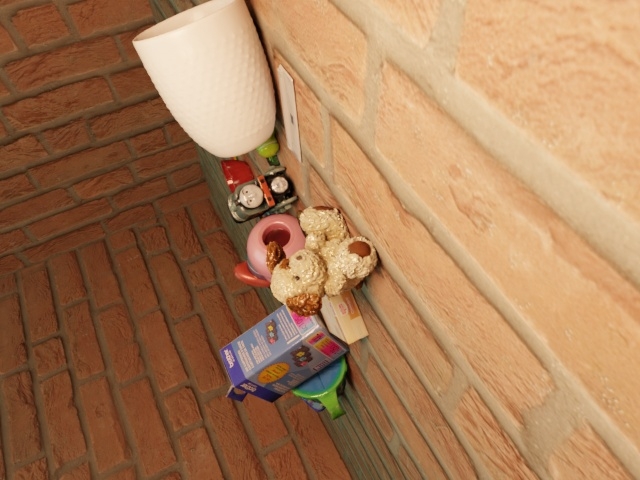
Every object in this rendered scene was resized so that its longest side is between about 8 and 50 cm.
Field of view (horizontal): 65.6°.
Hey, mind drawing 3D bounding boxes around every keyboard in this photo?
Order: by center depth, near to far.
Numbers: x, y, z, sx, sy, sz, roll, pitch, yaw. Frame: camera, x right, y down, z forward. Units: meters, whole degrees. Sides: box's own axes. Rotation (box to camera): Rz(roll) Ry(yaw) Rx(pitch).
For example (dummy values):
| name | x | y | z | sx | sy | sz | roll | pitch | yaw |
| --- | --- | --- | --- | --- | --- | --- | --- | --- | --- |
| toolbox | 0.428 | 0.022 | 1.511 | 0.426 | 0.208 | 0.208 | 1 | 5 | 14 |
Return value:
| name | x | y | z | sx | sy | sz | roll | pitch | yaw |
| --- | --- | --- | --- | --- | --- | --- | --- | --- | --- |
| keyboard | -0.073 | -0.306 | 1.230 | 0.072 | 0.014 | 0.256 | 51 | 160 | 32 |

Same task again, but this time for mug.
| name | x | y | z | sx | sy | sz | roll | pitch | yaw |
| --- | --- | --- | --- | --- | --- | --- | --- | --- | --- |
| mug | -0.250 | -0.416 | 1.267 | 0.374 | 0.276 | 0.328 | -82 | -25 | -53 |

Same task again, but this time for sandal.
| name | x | y | z | sx | sy | sz | roll | pitch | yaw |
| --- | --- | --- | --- | --- | --- | --- | --- | --- | --- |
| sandal | 0.000 | 0.000 | 1.366 | 0.219 | 0.060 | 0.090 | 56 | 176 | -21 |

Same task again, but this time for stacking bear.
| name | x | y | z | sx | sy | sz | roll | pitch | yaw |
| --- | --- | --- | --- | --- | --- | --- | --- | --- | --- |
| stacking bear | -0.182 | 0.021 | 1.776 | 0.164 | 0.175 | 0.289 | 31 | 133 | 6 |

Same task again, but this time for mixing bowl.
| name | x | y | z | sx | sy | sz | roll | pitch | yaw |
| --- | --- | --- | --- | --- | --- | --- | --- | --- | --- |
| mixing bowl | -0.335 | -0.264 | 2.071 | 0.181 | 0.098 | 0.181 | 58 | 163 | 30 |

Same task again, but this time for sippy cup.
| name | x | y | z | sx | sy | sz | roll | pitch | yaw |
| --- | --- | --- | --- | --- | --- | --- | --- | --- | --- |
| sippy cup | -0.002 | 0.504 | 1.865 | 0.224 | 0.240 | 0.305 | 68 | -151 | -55 |

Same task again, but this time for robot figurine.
| name | x | y | z | sx | sy | sz | roll | pitch | yaw |
| --- | --- | --- | --- | --- | --- | --- | --- | --- | --- |
| robot figurine | -0.164 | -0.295 | 1.460 | 0.115 | 0.067 | 0.101 | 65 | 154 | 4 |

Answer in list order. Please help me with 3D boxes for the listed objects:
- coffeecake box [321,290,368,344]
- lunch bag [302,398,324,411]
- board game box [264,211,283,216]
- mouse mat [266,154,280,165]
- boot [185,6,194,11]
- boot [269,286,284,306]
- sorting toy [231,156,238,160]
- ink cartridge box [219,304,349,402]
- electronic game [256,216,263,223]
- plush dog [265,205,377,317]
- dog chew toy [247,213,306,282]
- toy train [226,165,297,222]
| name | x | y | z | sx | sy | sz | roll | pitch | yaw |
| --- | --- | --- | --- | --- | --- | --- | --- | --- | --- |
| coffeecake box | 0.055 | 0.209 | 1.453 | 0.142 | 0.068 | 0.185 | 68 | 166 | -7 |
| lunch bag | -0.031 | 0.602 | 2.163 | 0.293 | 0.138 | 0.221 | 52 | 132 | 22 |
| board game box | -0.171 | -0.070 | 1.907 | 0.201 | 0.035 | 0.136 | 47 | 157 | 52 |
| mouse mat | -0.180 | -0.328 | 1.594 | 0.189 | 0.007 | 0.152 | 71 | 165 | -13 |
| boot | -0.436 | -0.700 | 1.799 | 0.208 | 0.076 | 0.189 | 58 | 151 | 7 |
| boot | -0.121 | 0.239 | 2.158 | 0.115 | 0.112 | 0.305 | 40 | 179 | -35 |
| sorting toy | -0.376 | -0.272 | 2.315 | 0.274 | 0.046 | 0.132 | 70 | 166 | -13 |
| ink cartridge box | -0.138 | 0.380 | 1.635 | 0.151 | 0.395 | 0.270 | 60 | -174 | 36 |
| electronic game | -0.212 | -0.010 | 2.125 | 0.229 | 0.048 | 0.229 | 61 | 173 | 13 |
| plush dog | -0.010 | 0.072 | 1.150 | 0.262 | 0.225 | 0.210 | 51 | 159 | 47 |
| dog chew toy | -0.114 | 0.054 | 1.594 | 0.206 | 0.207 | 0.332 | 60 | 173 | 24 |
| toy train | -0.194 | -0.134 | 1.572 | 0.142 | 0.190 | 0.334 | 67 | 166 | -4 |
